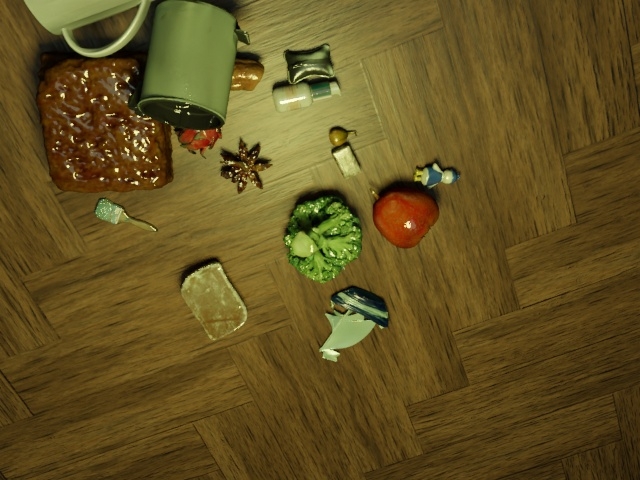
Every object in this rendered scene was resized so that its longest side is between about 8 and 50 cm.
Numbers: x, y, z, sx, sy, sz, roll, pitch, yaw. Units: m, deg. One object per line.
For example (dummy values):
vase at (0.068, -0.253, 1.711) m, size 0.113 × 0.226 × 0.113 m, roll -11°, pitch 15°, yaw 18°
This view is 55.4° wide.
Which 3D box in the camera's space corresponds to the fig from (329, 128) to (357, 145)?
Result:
fig at (0.066, -0.308, 1.808) m, size 0.083 × 0.050 × 0.050 m, roll -14°, pitch 115°, yaw -9°

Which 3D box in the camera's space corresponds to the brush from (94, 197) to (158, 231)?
brush at (-0.596, -0.068, 1.887) m, size 0.196 × 0.021 × 0.070 m, roll 23°, pitch 110°, yaw -16°

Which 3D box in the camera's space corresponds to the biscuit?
biscuit at (-0.591, -0.321, 1.692) m, size 0.343 × 0.166 × 0.395 m, roll -1°, pitch 116°, yaw -1°

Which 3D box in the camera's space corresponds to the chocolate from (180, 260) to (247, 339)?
chocolate at (-0.349, 0.186, 1.986) m, size 0.157 × 0.080 × 0.254 m, roll -30°, pitch 115°, yaw -7°

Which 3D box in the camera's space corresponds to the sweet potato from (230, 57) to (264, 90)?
sweet potato at (-0.278, -0.461, 1.691) m, size 0.252 × 0.097 × 0.097 m, roll 2°, pitch 114°, yaw 3°

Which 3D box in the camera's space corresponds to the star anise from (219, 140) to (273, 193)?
star anise at (-0.224, -0.217, 1.825) m, size 0.168 × 0.057 × 0.167 m, roll -6°, pitch 120°, yaw -10°

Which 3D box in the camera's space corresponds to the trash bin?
trash bin at (-0.328, -0.436, 1.537) m, size 0.277 × 0.217 × 0.262 m, roll 6°, pitch 83°, yaw 3°

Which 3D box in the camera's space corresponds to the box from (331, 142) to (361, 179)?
box at (0.078, -0.239, 1.840) m, size 0.062 × 0.045 × 0.098 m, roll -24°, pitch 113°, yaw 7°

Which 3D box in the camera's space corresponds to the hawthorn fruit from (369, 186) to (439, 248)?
hawthorn fruit at (0.239, -0.089, 1.851) m, size 0.225 × 0.196 × 0.196 m, roll 34°, pitch 109°, yaw 0°

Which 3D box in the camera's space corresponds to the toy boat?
toy boat at (0.084, 0.275, 2.064) m, size 0.292 × 0.070 × 0.210 m, roll -35°, pitch 110°, yaw 14°

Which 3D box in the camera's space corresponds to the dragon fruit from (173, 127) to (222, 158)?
dragon fruit at (-0.348, -0.316, 1.744) m, size 0.142 × 0.130 × 0.121 m, roll -44°, pitch 143°, yaw 14°

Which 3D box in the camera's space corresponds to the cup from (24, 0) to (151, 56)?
cup at (-0.538, -0.634, 1.501) m, size 0.327 × 0.237 × 0.322 m, roll -17°, pitch 101°, yaw 4°

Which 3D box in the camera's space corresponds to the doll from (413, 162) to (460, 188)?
doll at (0.360, -0.197, 1.873) m, size 0.143 × 0.057 × 0.098 m, roll 0°, pitch 136°, yaw -5°

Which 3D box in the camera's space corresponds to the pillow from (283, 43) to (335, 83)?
pillow at (-0.032, -0.494, 1.711) m, size 0.136 × 0.091 × 0.055 m, roll -11°, pitch 153°, yaw -4°

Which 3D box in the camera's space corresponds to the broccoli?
broccoli at (0.000, 0.000, 1.825) m, size 0.270 × 0.270 × 0.269 m, roll 3°, pitch 100°, yaw 21°

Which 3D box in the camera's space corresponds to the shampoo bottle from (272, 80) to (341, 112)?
shampoo bottle at (-0.039, -0.417, 1.735) m, size 0.192 × 0.074 × 0.074 m, roll -13°, pitch 115°, yaw 1°
